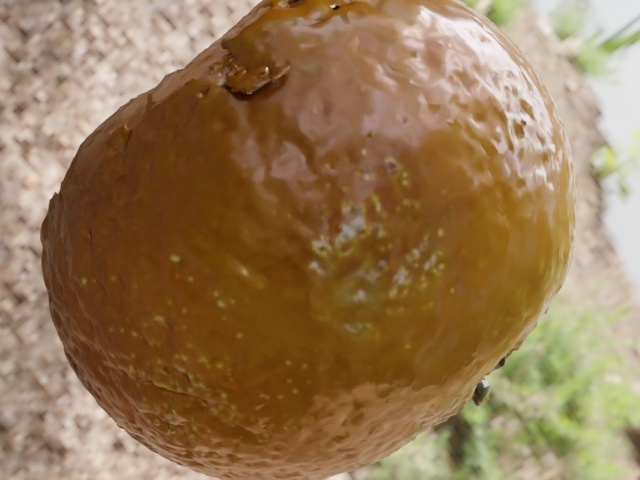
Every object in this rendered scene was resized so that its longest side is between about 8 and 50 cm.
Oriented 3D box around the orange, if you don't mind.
[{"bbox_3d":[0.000,0.000,0.679,0.161,0.193,0.193,53,34,5],"label":"orange"}]
